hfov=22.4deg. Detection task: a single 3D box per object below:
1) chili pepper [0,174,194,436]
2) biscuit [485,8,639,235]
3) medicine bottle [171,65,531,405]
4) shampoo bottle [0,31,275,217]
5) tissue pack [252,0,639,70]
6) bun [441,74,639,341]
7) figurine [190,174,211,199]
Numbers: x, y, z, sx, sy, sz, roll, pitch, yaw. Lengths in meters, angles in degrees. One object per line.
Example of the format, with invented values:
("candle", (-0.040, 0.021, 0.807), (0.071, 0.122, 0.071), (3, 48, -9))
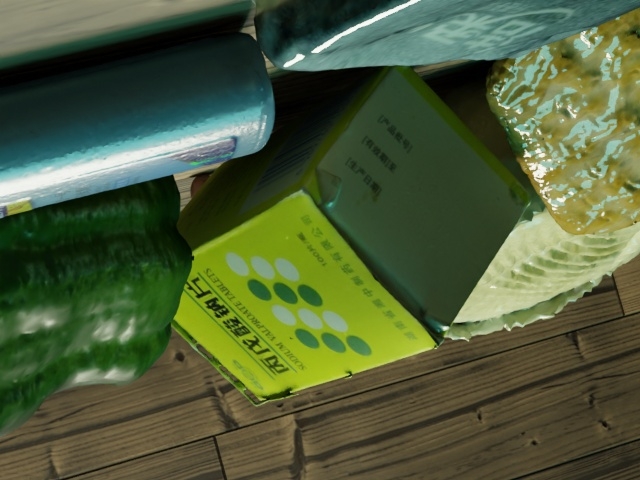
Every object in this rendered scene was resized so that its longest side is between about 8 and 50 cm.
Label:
("chili pepper", (-0.239, 0.044, 0.956), (0.385, 0.168, 0.213), (-10, 171, -45))
("biscuit", (0.183, -0.076, 1.050), (0.118, 0.029, 0.247), (-34, 143, 5))
("medicine bottle", (0.000, 0.000, 1.090), (0.250, 0.137, 0.141), (-25, -154, 55))
("shampoo bottle", (-0.155, -0.045, 0.806), (0.258, 0.061, 0.104), (-14, 175, -12))
("tissue pack", (0.118, -0.134, 0.510), (0.257, 0.081, 0.185), (-20, 174, 36))
("bun", (0.145, -0.039, 1.247), (0.259, 0.152, 0.259), (-20, 158, -9))
("figurine", (0.031, 0.000, 1.479), (0.421, 0.154, 0.193), (-14, 171, -44))
